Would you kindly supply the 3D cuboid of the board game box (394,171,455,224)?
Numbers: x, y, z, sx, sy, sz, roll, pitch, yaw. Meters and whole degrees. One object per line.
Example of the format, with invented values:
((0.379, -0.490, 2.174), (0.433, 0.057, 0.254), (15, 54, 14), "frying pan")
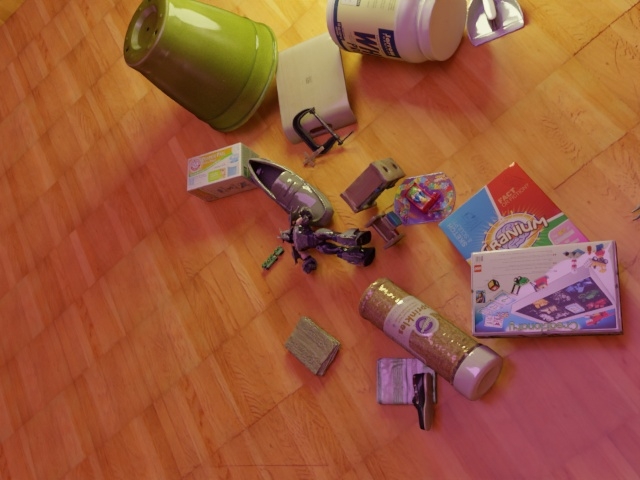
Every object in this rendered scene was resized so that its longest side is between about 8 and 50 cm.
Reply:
((0.262, -0.113, 1.752), (0.168, 0.033, 0.133), (-7, 70, 28), "board game box")

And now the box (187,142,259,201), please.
((-0.296, -0.205, 2.063), (0.203, 0.103, 0.114), (-13, 67, 26), "box")

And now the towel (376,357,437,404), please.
((0.208, 0.340, 1.639), (0.152, 0.023, 0.113), (-6, 73, 26), "towel")

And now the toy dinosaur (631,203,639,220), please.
((0.775, -0.186, 1.431), (0.160, 0.121, 0.314), (11, 83, 19), "toy dinosaur")

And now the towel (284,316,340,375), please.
((-0.022, 0.278, 1.787), (0.148, 0.027, 0.110), (34, 93, 33), "towel")

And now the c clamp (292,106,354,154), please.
((0.000, -0.320, 1.936), (0.160, 0.022, 0.137), (43, 125, 0), "c clamp")

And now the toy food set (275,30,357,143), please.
((-0.012, -0.459, 2.007), (0.219, 0.092, 0.306), (-15, 75, 25), "toy food set")

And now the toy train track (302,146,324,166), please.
((-0.019, -0.246, 1.964), (0.083, 0.014, 0.048), (-36, 87, 33), "toy train track")

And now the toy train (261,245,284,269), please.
((-0.136, 0.051, 1.936), (0.023, 0.017, 0.083), (44, 98, 22), "toy train")

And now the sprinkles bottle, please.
((0.250, 0.224, 1.587), (0.355, 0.121, 0.121), (35, 92, 36), "sprinkles bottle")

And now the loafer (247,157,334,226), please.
((-0.093, -0.140, 1.918), (0.319, 0.111, 0.112), (34, 92, 34), "loafer")

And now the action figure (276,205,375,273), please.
((0.000, 0.000, 1.798), (0.284, 0.185, 0.099), (7, 33, 31), "action figure")

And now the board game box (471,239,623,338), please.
((0.480, 0.110, 1.460), (0.305, 0.053, 0.193), (-6, 71, 29), "board game box")

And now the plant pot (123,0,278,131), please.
((-0.380, -0.558, 2.031), (0.366, 0.353, 0.367), (-18, 64, 41), "plant pot")

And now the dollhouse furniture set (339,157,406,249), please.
((0.174, -0.098, 1.742), (0.184, 0.129, 0.129), (51, 121, 10), "dollhouse furniture set")

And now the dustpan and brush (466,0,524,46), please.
((0.446, -0.643, 1.809), (0.147, 0.060, 0.211), (-18, 65, 24), "dustpan and brush")

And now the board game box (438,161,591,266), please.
((0.461, 0.008, 1.577), (0.242, 0.064, 0.317), (-41, 58, 12), "board game box")

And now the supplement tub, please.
((0.204, -0.610, 1.833), (0.324, 0.235, 0.236), (21, 85, 34), "supplement tub")

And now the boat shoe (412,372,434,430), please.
((0.237, 0.374, 1.573), (0.042, 0.049, 0.133), (-11, 67, 30), "boat shoe")
